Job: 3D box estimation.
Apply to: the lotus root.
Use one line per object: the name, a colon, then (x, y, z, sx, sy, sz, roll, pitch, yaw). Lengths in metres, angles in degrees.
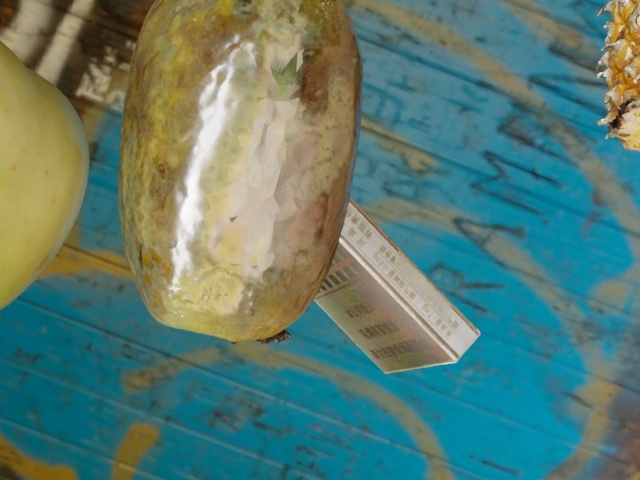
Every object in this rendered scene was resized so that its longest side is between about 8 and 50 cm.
lotus root: (-0.056, -0.066, 0.692, 0.152, 0.160, 0.274, -150, 66, -75)

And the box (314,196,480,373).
box: (-0.001, 0.000, 0.997, 0.047, 0.325, 0.180, -46, 6, -20)

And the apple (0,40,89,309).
apple: (-0.394, -0.068, 0.884, 0.357, 0.357, 0.357, -159, 90, -89)

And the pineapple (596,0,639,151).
pineapple: (0.592, -0.289, 1.510, 0.352, 0.353, 0.300, 117, 164, -76)
